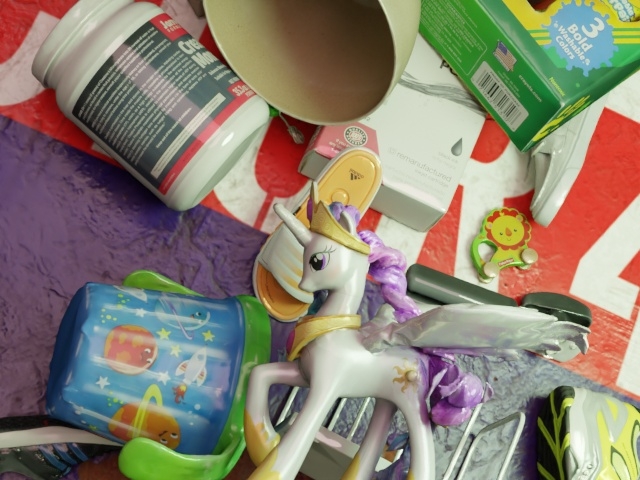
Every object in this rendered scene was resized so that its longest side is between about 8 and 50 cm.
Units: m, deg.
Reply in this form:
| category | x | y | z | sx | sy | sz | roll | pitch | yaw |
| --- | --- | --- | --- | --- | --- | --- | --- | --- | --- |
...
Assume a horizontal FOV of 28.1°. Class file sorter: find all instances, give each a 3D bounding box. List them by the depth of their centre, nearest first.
| category | x | y | z | sx | sy | sz | roll | pitch | yaw |
| --- | --- | --- | --- | --- | --- | --- | --- | --- | --- |
| file sorter | 0.095 | 0.244 | 1.642 | 0.278 | 0.193 | 0.173 | 29 | 68 | -4 |

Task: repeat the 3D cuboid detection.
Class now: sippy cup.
| category | x | y | z | sx | sy | sz | roll | pitch | yaw |
| --- | --- | --- | --- | --- | --- | --- | --- | --- | --- |
| sippy cup | -0.206 | 0.156 | 1.553 | 0.224 | 0.305 | 0.240 | 18 | 84 | -19 |

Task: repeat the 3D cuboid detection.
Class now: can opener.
| category | x | y | z | sx | sy | sz | roll | pitch | yaw |
| --- | --- | --- | --- | --- | --- | --- | --- | --- | --- |
| can opener | 0.241 | 0.098 | 1.783 | 0.280 | 0.074 | 0.093 | 17 | 38 | -10 |

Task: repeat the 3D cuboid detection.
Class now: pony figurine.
| category | x | y | z | sx | sy | sz | roll | pitch | yaw |
| --- | --- | --- | --- | --- | --- | --- | --- | --- | --- |
| pony figurine | 0.082 | 0.142 | 1.440 | 0.351 | 0.303 | 0.363 | 14 | 83 | -12 |

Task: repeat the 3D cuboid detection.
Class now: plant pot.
| category | x | y | z | sx | sy | sz | roll | pitch | yaw |
| --- | --- | --- | --- | --- | --- | --- | --- | --- | --- |
| plant pot | 0.017 | -0.318 | 1.651 | 0.284 | 0.284 | 0.191 | 41 | 51 | 0 |

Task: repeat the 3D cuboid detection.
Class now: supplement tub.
| category | x | y | z | sx | sy | sz | roll | pitch | yaw |
| --- | --- | --- | --- | --- | --- | --- | --- | --- | --- |
| supplement tub | -0.221 | -0.189 | 1.679 | 0.272 | 0.191 | 0.191 | 42 | 71 | 0 |

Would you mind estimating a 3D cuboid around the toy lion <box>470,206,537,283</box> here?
| category | x | y | z | sx | sy | sz | roll | pitch | yaw |
| --- | --- | --- | --- | --- | --- | --- | --- | --- | --- |
| toy lion | 0.257 | 0.002 | 1.824 | 0.100 | 0.034 | 0.096 | -19 | 74 | -16 |

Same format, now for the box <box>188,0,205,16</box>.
| category | x | y | z | sx | sy | sz | roll | pitch | yaw |
| --- | --- | --- | --- | --- | --- | --- | --- | --- | --- |
| box | -0.121 | -0.431 | 1.740 | 0.149 | 0.232 | 0.127 | -26 | 80 | -18 |

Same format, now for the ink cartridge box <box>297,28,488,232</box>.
| category | x | y | z | sx | sy | sz | roll | pitch | yaw |
| --- | --- | --- | --- | --- | --- | --- | --- | --- | --- |
| ink cartridge box | 0.121 | -0.186 | 1.793 | 0.207 | 0.117 | 0.283 | 25 | 72 | -4 |

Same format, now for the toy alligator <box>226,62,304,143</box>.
| category | x | y | z | sx | sy | sz | roll | pitch | yaw |
| --- | --- | --- | --- | --- | --- | --- | --- | --- | --- |
| toy alligator | -0.087 | -0.207 | 1.790 | 0.051 | 0.056 | 0.189 | -31 | 84 | 24 |

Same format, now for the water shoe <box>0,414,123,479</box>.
| category | x | y | z | sx | sy | sz | roll | pitch | yaw |
| --- | --- | --- | --- | --- | --- | --- | --- | --- | --- |
| water shoe | -0.330 | 0.264 | 1.614 | 0.203 | 0.073 | 0.080 | 2 | 104 | -14 |

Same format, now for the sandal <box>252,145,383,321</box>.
| category | x | y | z | sx | sy | sz | roll | pitch | yaw |
| --- | --- | --- | --- | --- | --- | --- | --- | --- | --- |
| sandal | -0.009 | -0.006 | 1.683 | 0.102 | 0.076 | 0.265 | 29 | 105 | -4 |

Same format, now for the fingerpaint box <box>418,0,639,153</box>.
| category | x | y | z | sx | sy | sz | roll | pitch | yaw |
| --- | --- | --- | --- | --- | --- | --- | --- | --- | --- |
| fingerpaint box | 0.291 | -0.408 | 1.753 | 0.371 | 0.163 | 0.445 | -34 | 81 | -23 |

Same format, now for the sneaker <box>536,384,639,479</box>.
| category | x | y | z | sx | sy | sz | roll | pitch | yaw |
| --- | --- | --- | --- | --- | --- | --- | --- | --- | --- |
| sneaker | 0.375 | 0.385 | 1.692 | 0.147 | 0.145 | 0.384 | 6 | 76 | -11 |

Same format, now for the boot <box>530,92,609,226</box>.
| category | x | y | z | sx | sy | sz | roll | pitch | yaw |
| --- | --- | --- | --- | --- | --- | --- | --- | --- | --- |
| boot | 0.322 | -0.148 | 1.852 | 0.123 | 0.095 | 0.258 | 25 | 63 | 1 |
